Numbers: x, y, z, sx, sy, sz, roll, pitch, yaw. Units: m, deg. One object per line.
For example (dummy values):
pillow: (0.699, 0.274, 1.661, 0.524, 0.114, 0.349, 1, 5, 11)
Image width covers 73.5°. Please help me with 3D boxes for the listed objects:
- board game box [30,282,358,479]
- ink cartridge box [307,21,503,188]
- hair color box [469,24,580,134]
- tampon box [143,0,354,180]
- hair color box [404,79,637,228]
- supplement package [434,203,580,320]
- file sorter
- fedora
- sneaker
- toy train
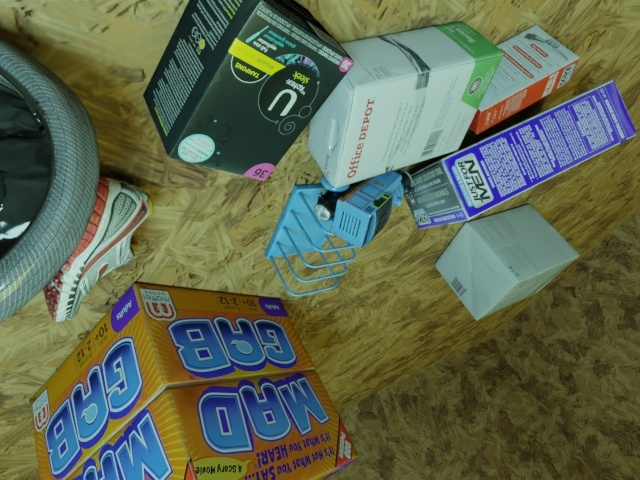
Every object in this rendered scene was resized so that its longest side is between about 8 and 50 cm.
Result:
board game box: (-0.227, 0.338, 0.772, 0.356, 0.356, 0.356, -43, 149, 20)
ink cartridge box: (0.100, -0.177, 0.563, 0.219, 0.093, 0.160, -19, 149, -21)
hair color box: (0.275, -0.239, 0.635, 0.167, 0.093, 0.053, -29, 151, -3)
tampon box: (-0.075, -0.157, 0.421, 0.120, 0.101, 0.161, 7, 133, -47)
hair color box: (0.328, -0.140, 0.747, 0.338, 0.110, 0.185, -24, -178, -10)
supplement package: (0.508, 0.056, 1.187, 0.262, 0.199, 0.198, -15, 147, -28)
file sorter: (0.000, 0.000, 0.728, 0.118, 0.104, 0.170, -9, 143, -35)
fedora: (-0.305, -0.032, 0.325, 0.275, 0.244, 0.124, -36, -178, -16)
sneaker: (-0.273, 0.021, 0.522, 0.092, 0.088, 0.225, 5, 135, -48)
toy train: (0.068, -0.070, 0.639, 0.184, 0.105, 0.080, -42, 155, -42)
